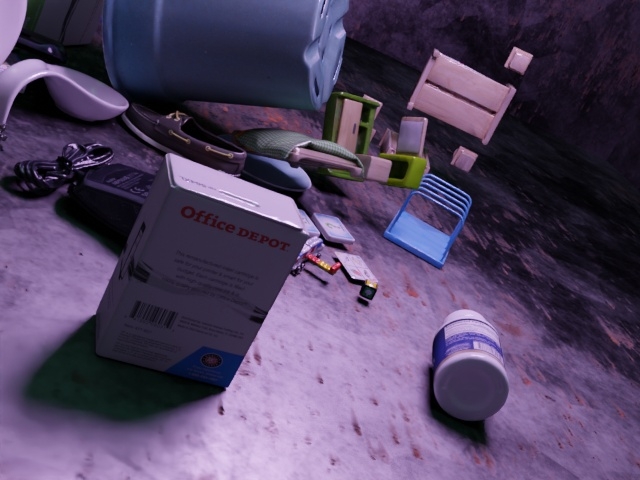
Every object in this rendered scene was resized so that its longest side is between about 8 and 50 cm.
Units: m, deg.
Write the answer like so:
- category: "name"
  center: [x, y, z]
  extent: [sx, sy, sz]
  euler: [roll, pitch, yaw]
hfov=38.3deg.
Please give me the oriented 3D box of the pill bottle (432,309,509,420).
- category: "pill bottle"
  center: [0.194, 0.156, 1.214]
  extent: [0.094, 0.094, 0.169]
  euler: [27, 20, -4]

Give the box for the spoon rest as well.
- category: "spoon rest"
  center: [-0.393, -0.228, 1.393]
  extent: [0.137, 0.084, 0.276]
  euler: [33, 22, 13]

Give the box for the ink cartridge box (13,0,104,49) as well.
- category: "ink cartridge box"
  center: [-0.544, -0.443, 1.666]
  extent: [0.198, 0.115, 0.273]
  euler: [32, 21, 9]

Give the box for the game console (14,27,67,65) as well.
- category: "game console"
  center: [-0.578, -0.349, 1.440]
  extent: [0.361, 0.044, 0.213]
  euler: [20, 14, -5]

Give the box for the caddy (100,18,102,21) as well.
- category: "caddy"
  center: [-0.534, -0.626, 1.951]
  extent: [0.341, 0.179, 0.241]
  euler: [50, 22, 26]

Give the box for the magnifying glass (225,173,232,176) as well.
- category: "magnifying glass"
  center: [-0.173, -0.071, 1.320]
  extent: [0.026, 0.092, 0.231]
  euler: [8, 18, -37]

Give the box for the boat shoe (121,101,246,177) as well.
- category: "boat shoe"
  center: [-0.219, -0.169, 1.494]
  extent: [0.228, 0.068, 0.081]
  euler: [33, 21, 12]

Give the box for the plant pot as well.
- category: "plant pot"
  center: [-0.140, -0.369, 1.552]
  extent: [0.334, 0.341, 0.341]
  euler: [12, 18, 11]

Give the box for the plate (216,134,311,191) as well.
- category: "plate"
  center: [-0.104, -0.129, 1.613]
  extent: [0.188, 0.024, 0.188]
  euler: [24, 20, -9]

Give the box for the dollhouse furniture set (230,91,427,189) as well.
- category: "dollhouse furniture set"
  center: [0.019, -0.191, 1.574]
  extent: [0.301, 0.151, 0.197]
  euler: [9, 2, -39]

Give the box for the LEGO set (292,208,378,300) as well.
- category: "LEGO set"
  center: [0.000, 0.000, 1.396]
  extent: [0.182, 0.060, 0.244]
  euler: [11, 26, -30]

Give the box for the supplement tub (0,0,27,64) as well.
- category: "supplement tub"
  center: [-0.565, -0.335, 1.173]
  extent: [0.316, 0.228, 0.228]
  euler: [20, 17, 19]

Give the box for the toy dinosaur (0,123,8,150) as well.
- category: "toy dinosaur"
  center: [-0.465, -0.146, 1.141]
  extent: [0.118, 0.064, 0.268]
  euler: [15, 20, 6]

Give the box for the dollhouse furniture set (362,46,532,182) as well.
- category: "dollhouse furniture set"
  center: [0.245, -0.328, 2.061]
  extent: [0.303, 0.355, 0.174]
  euler: [25, 20, -6]

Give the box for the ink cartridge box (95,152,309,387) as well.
- category: "ink cartridge box"
  center: [-0.124, 0.034, 0.939]
  extent: [0.148, 0.203, 0.086]
  euler: [20, 22, -23]

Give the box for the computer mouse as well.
- category: "computer mouse"
  center: [-0.239, -0.046, 1.192]
  extent: [0.272, 0.072, 0.188]
  euler: [20, 20, 14]

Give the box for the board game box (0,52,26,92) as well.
- category: "board game box"
  center: [-0.534, -0.278, 1.411]
  extent: [0.154, 0.026, 0.103]
  euler: [13, 25, -35]

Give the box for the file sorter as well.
- category: "file sorter"
  center: [0.202, -0.043, 1.684]
  extent: [0.118, 0.104, 0.170]
  euler: [29, 21, 5]
